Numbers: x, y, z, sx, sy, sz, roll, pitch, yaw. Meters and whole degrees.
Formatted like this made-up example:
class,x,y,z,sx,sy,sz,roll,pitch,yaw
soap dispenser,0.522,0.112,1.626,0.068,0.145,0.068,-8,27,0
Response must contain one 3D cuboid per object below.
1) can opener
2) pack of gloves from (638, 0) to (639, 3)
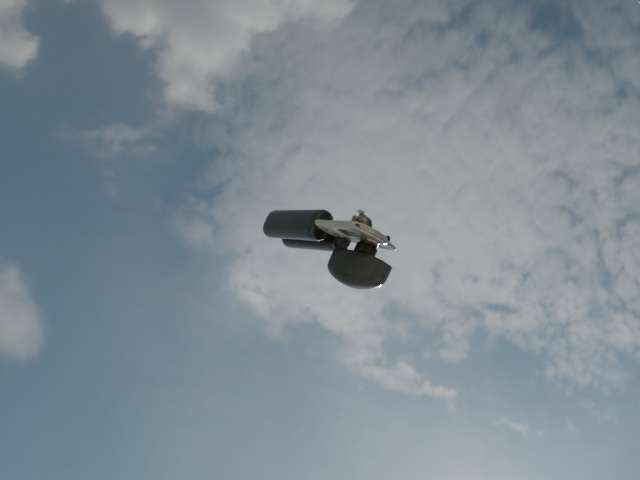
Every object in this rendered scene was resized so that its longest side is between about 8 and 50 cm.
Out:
class,x,y,z,sx,sy,sz,roll,pitch,yaw
can opener,0.000,0.000,0.958,0.074,0.093,0.280,31,-9,-29
pack of gloves,0.441,-0.154,0.753,0.232,0.195,0.046,36,-70,-25
